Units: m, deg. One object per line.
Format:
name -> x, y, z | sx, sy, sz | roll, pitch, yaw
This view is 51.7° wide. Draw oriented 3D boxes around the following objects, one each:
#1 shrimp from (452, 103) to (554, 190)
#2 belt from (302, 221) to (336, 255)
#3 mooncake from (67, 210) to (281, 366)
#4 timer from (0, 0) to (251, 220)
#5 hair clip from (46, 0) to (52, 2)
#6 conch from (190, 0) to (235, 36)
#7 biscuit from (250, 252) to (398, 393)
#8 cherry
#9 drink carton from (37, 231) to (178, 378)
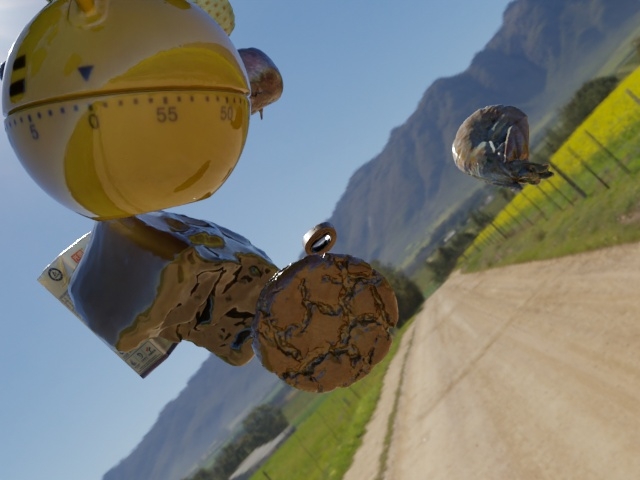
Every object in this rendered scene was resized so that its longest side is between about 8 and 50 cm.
shrimp -> 0.376, -0.192, 1.340 | 0.168, 0.077, 0.317 | -63, 31, 8
belt -> 0.000, 0.000, 1.461 | 0.083, 0.059, 0.036 | -42, 27, 8
mooncake -> -0.248, 0.086, 1.218 | 0.246, 0.393, 0.394 | -62, 12, 4
timer -> -0.276, -0.230, 0.933 | 0.376, 0.387, 0.376 | -9, 6, 1
hair clip -> -0.481, -0.441, 1.112 | 0.049, 0.173, 0.049 | -38, 33, 31
conch -> -0.276, -0.438, 1.348 | 0.131, 0.172, 0.200 | -69, -22, -14
biscuit -> 0.009, 0.123, 0.971 | 0.226, 0.226, 0.042 | -44, 16, -3
cherry -> -0.204, -0.444, 1.854 | 0.195, 0.195, 0.195 | -43, -8, -7
drink carton -> -0.443, 0.137, 1.437 | 0.106, 0.315, 0.130 | -39, 10, 24
